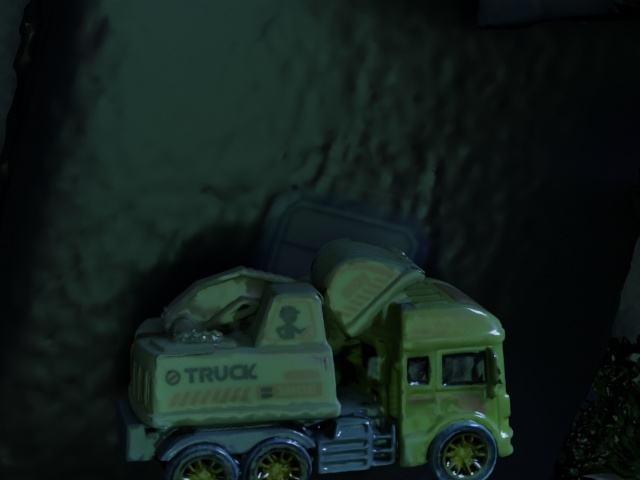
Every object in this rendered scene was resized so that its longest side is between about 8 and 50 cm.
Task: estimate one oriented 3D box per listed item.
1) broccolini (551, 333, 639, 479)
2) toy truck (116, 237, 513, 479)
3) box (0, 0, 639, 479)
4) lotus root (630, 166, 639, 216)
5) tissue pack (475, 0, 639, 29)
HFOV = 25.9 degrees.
[{"bbox_3d":[0.255,0.100,0.890,0.271,0.062,0.123,-7,128,-27],"label":"broccolini"},{"bbox_3d":[-0.004,0.059,0.681,0.191,0.085,0.116,-3,104,-13],"label":"toy truck"},{"bbox_3d":[0.000,0.000,0.756,0.359,0.091,0.350,11,104,-21],"label":"box"},{"bbox_3d":[0.296,-0.029,0.769,0.310,0.182,0.183,1,109,-39],"label":"lotus root"},{"bbox_3d":[0.248,-0.190,0.648,0.332,0.245,0.123,-19,100,-25],"label":"tissue pack"}]
